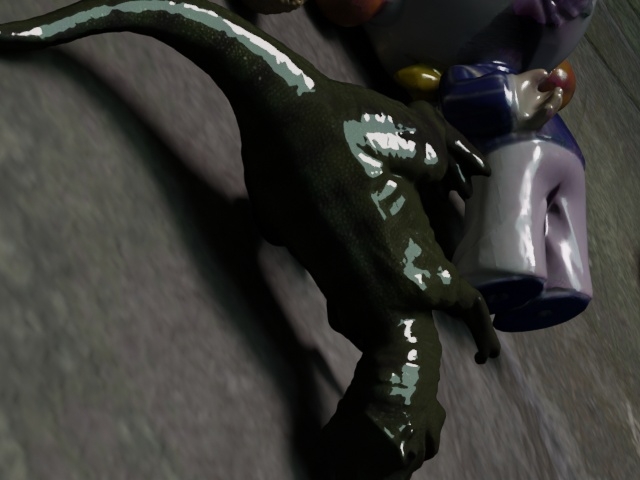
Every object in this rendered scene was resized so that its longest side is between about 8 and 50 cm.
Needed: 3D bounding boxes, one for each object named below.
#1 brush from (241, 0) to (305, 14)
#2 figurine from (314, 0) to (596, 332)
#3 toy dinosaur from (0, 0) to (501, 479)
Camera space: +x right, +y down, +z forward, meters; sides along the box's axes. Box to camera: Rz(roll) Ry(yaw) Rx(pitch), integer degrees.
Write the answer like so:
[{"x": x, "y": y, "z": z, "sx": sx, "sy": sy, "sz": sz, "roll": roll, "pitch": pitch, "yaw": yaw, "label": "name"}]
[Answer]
[{"x": -0.052, "y": -0.223, "z": 0.655, "sx": 0.039, "sy": 0.042, "sz": 0.299, "roll": 32, "pitch": 34, "yaw": -53, "label": "brush"}, {"x": 0.085, "y": -0.095, "z": 0.706, "sx": 0.194, "sy": 0.133, "sz": 0.274, "roll": 37, "pitch": 45, "yaw": -28, "label": "figurine"}, {"x": 0.000, "y": 0.000, "z": 0.438, "sx": 0.179, "sy": 0.087, "sz": 0.187, "roll": 8, "pitch": 57, "yaw": -67, "label": "toy dinosaur"}]
